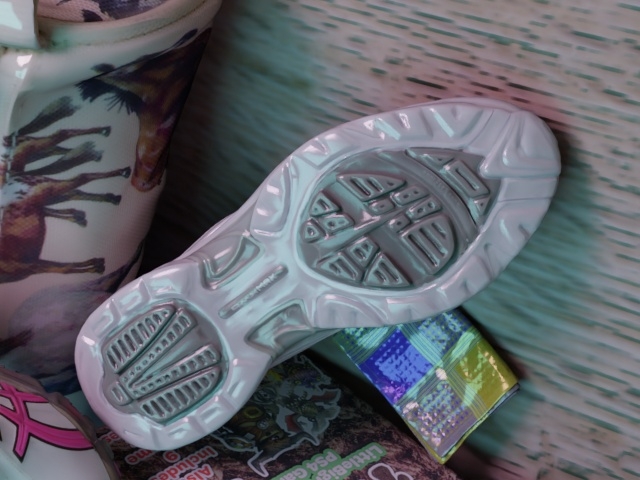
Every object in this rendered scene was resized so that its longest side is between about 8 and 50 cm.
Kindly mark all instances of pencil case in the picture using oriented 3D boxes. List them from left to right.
[{"bbox_3d":[-0.158,0.017,0.730,0.159,0.184,0.410,10,128,-8],"label":"pencil case"}]

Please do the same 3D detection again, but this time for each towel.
[{"bbox_3d":[0.048,0.056,0.694,0.060,0.009,0.083,-45,76,25],"label":"towel"}]

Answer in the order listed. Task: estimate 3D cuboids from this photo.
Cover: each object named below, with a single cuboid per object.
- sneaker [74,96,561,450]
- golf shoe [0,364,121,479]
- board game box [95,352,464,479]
[{"bbox_3d":[0.000,0.000,0.660,0.232,0.115,0.090,-28,98,18],"label":"sneaker"},{"bbox_3d":[-0.160,0.080,0.614,0.186,0.086,0.067,43,120,-17],"label":"golf shoe"},{"bbox_3d":[0.014,0.232,0.715,0.291,0.141,0.232,35,134,33],"label":"board game box"}]
